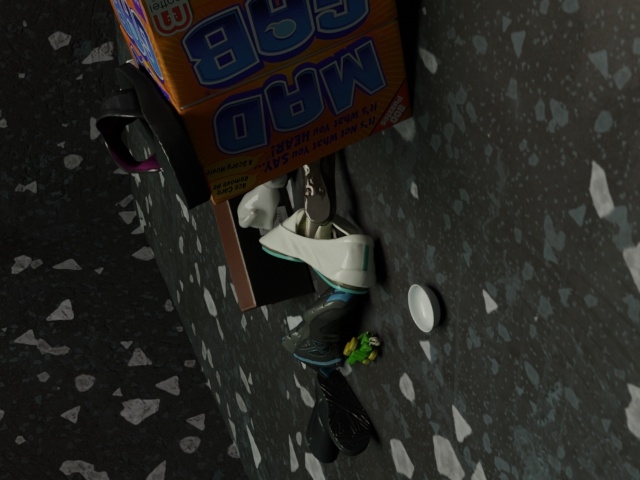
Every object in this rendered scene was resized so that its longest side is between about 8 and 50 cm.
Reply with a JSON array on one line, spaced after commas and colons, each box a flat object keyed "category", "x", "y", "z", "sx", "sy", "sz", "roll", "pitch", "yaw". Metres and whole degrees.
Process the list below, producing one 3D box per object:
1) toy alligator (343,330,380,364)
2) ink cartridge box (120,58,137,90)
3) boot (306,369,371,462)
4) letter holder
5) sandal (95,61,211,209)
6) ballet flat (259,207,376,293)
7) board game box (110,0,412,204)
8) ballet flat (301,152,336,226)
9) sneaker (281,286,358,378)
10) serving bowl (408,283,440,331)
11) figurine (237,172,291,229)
[{"category": "toy alligator", "x": 0.093, "y": 0.208, "z": 1.635, "sx": 0.190, "sy": 0.056, "sz": 0.051, "roll": 123, "pitch": 170, "yaw": -63}, {"category": "ink cartridge box", "x": -0.231, "y": -0.318, "z": 1.696, "sx": 0.207, "sy": 0.353, "sz": 0.119, "roll": 149, "pitch": 106, "yaw": -69}, {"category": "boot", "x": 0.038, "y": 0.448, "z": 1.857, "sx": 0.246, "sy": 0.094, "sz": 0.207, "roll": -118, "pitch": 27, "yaw": -49}, {"category": "letter holder", "x": -0.152, "y": 0.012, "z": 2.000, "sx": 0.214, "sy": 0.151, "sz": 0.302, "roll": 151, "pitch": 104, "yaw": -71}, {"category": "sandal", "x": -0.284, "y": -0.167, "z": 1.249, "sx": 0.446, "sy": 0.107, "sz": 0.168, "roll": 45, "pitch": 157, "yaw": 60}, {"category": "ballet flat", "x": 0.000, "y": 0.000, "z": 1.664, "sx": 0.400, "sy": 0.139, "sz": 0.139, "roll": 24, "pitch": 125, "yaw": 59}, {"category": "board game box", "x": -0.113, "y": -0.348, "z": 1.275, "sx": 0.356, "sy": 0.356, "sz": 0.357, "roll": 52, "pitch": 163, "yaw": 47}, {"category": "ballet flat", "x": 0.000, "y": -0.150, "z": 1.581, "sx": 0.058, "sy": 0.084, "sz": 0.250, "roll": 19, "pitch": -115, "yaw": -67}, {"category": "sneaker", "x": 0.029, "y": 0.191, "z": 1.740, "sx": 0.140, "sy": 0.125, "sz": 0.341, "roll": 45, "pitch": 152, "yaw": 8}, {"category": "serving bowl", "x": 0.181, "y": 0.112, "z": 1.371, "sx": 0.083, "sy": 0.027, "sz": 0.084, "roll": 166, "pitch": 90, "yaw": -69}, {"category": "figurine", "x": -0.103, "y": -0.154, "z": 1.750, "sx": 0.209, "sy": 0.092, "sz": 0.215, "roll": 117, "pitch": 171, "yaw": -52}]
